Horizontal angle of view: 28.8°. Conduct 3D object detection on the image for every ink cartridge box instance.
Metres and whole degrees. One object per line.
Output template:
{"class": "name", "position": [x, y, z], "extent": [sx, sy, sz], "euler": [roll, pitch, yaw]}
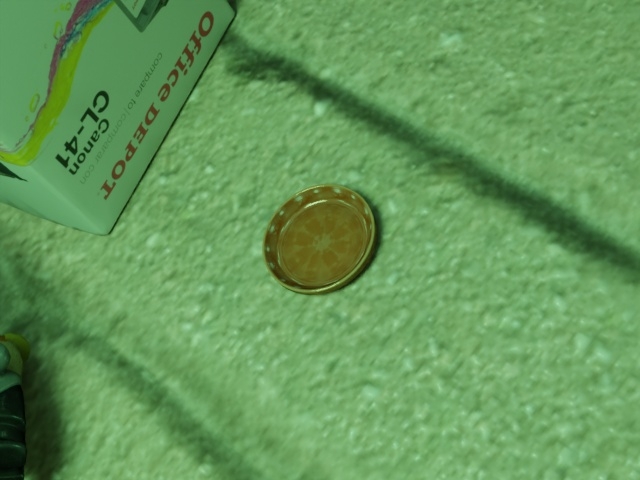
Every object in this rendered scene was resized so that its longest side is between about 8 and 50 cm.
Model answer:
{"class": "ink cartridge box", "position": [-0.213, -0.175, 0.875], "extent": [0.131, 0.306, 0.226], "euler": [19, 73, 30]}

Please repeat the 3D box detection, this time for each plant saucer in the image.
{"class": "plant saucer", "position": [0.000, 0.000, 0.867], "extent": [0.083, 0.013, 0.083], "euler": [-10, 61, 19]}

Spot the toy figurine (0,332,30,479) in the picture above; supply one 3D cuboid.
{"class": "toy figurine", "position": [-0.315, 0.108, 0.832], "extent": [0.213, 0.209, 0.148], "euler": [-37, 39, 9]}
